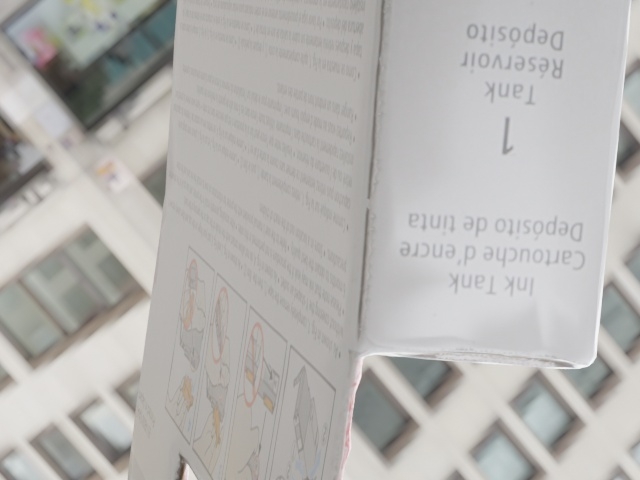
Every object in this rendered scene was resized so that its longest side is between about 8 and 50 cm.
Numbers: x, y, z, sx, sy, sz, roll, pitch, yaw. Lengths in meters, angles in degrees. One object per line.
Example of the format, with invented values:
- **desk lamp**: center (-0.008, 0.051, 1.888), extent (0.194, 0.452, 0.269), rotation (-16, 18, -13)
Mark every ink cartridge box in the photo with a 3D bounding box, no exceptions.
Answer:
- **ink cartridge box**: center (0.000, 0.000, 0.560), extent (0.296, 0.066, 0.261), rotation (-144, -121, -74)
